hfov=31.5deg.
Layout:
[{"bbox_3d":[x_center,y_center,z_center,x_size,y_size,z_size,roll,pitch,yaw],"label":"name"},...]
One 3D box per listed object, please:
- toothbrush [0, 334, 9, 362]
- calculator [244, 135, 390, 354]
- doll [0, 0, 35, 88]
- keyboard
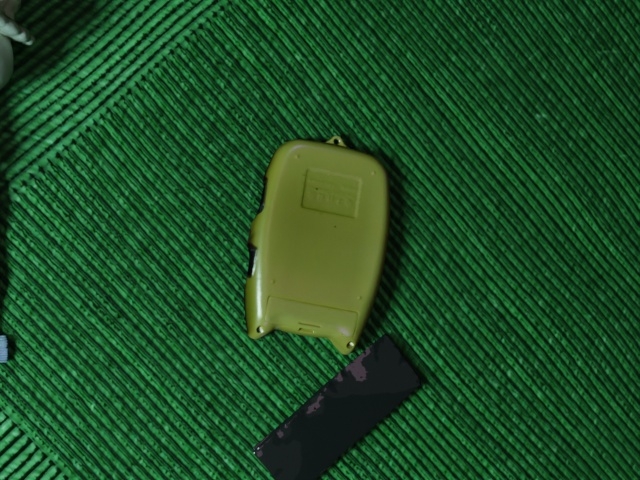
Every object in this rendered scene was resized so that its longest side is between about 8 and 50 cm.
[{"bbox_3d":[-0.327,0.028,1.143,0.019,0.013,0.193,-2,89,-23],"label":"toothbrush"},{"bbox_3d":[0.000,0.000,1.233,0.157,0.033,0.236,10,84,-15],"label":"calculator"},{"bbox_3d":[-0.371,-0.138,1.090,0.138,0.119,0.293,26,87,-23],"label":"doll"},{"bbox_3d":[0.020,0.191,1.244,0.196,0.015,0.074,-40,103,-14],"label":"keyboard"}]
